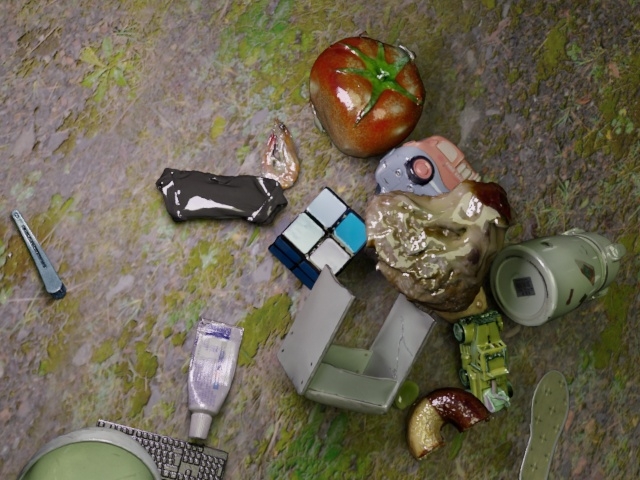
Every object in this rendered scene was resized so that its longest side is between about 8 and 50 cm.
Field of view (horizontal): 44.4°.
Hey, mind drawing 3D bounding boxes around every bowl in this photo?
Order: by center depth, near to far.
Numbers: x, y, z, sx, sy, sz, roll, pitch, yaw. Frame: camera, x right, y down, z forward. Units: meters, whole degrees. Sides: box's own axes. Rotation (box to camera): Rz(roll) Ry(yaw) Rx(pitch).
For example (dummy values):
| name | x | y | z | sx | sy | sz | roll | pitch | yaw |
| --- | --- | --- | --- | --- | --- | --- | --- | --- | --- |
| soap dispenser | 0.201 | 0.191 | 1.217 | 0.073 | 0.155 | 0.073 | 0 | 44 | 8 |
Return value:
| name | x | y | z | sx | sy | sz | roll | pitch | yaw |
| --- | --- | --- | --- | --- | --- | --- | --- | --- | --- |
| bowl | -0.482 | 0.529 | 1.660 | 0.307 | 0.163 | 0.307 | -1 | 102 | -7 |

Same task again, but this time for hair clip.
| name | x | y | z | sx | sy | sz | roll | pitch | yaw |
| --- | --- | --- | --- | --- | --- | --- | --- | --- | --- |
| hair clip | -0.657 | 0.030 | 1.812 | 0.039 | 0.070 | 0.229 | -31 | 79 | -14 |

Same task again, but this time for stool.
| name | x | y | z | sx | sy | sz | roll | pitch | yaw |
| --- | --- | --- | --- | --- | --- | --- | --- | --- | --- |
| stool | 0.078 | 0.231 | 1.792 | 0.243 | 0.170 | 0.270 | 20 | 104 | -30 |

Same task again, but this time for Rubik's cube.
| name | x | y | z | sx | sy | sz | roll | pitch | yaw |
| --- | --- | --- | --- | --- | --- | --- | --- | --- | --- |
| Rubik's cube | 0.001 | 0.000 | 1.902 | 0.167 | 0.183 | 0.180 | 44 | 71 | -3 |

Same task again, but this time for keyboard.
| name | x | y | z | sx | sy | sz | roll | pitch | yaw |
| --- | --- | --- | --- | --- | --- | --- | --- | --- | --- |
| keyboard | -0.367 | 0.488 | 1.785 | 0.309 | 0.018 | 0.101 | 18 | 65 | -11 |

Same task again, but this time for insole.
| name | x | y | z | sx | sy | sz | roll | pitch | yaw |
| --- | --- | --- | --- | --- | --- | --- | --- | --- | --- |
| insole | 0.579 | 0.490 | 2.028 | 0.109 | 0.007 | 0.322 | 22 | 74 | -8 |

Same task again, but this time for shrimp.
| name | x | y | z | sx | sy | sz | roll | pitch | yaw |
| --- | --- | --- | --- | --- | --- | --- | --- | --- | --- |
| shrimp | -0.106 | -0.222 | 1.997 | 0.101 | 0.042 | 0.190 | -4 | 80 | -6 |

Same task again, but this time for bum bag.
| name | x | y | z | sx | sy | sz | roll | pitch | yaw |
| --- | --- | --- | --- | --- | --- | --- | --- | --- | --- |
| bum bag | -0.241 | -0.100 | 1.923 | 0.326 | 0.080 | 0.142 | 5 | 70 | -9 |

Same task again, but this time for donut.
| name | x | y | z | sx | sy | sz | roll | pitch | yaw |
| --- | --- | --- | --- | --- | --- | --- | --- | --- | --- |
| donut | 0.289 | 0.434 | 1.897 | 0.217 | 0.085 | 0.141 | -36 | 72 | 3 |

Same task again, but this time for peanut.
| name | x | y | z | sx | sy | sz | roll | pitch | yaw |
| --- | --- | --- | --- | --- | --- | --- | --- | --- | --- |
| peanut | 0.348 | 0.140 | 1.991 | 0.159 | 0.109 | 0.141 | 24 | 88 | -6 |

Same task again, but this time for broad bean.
| name | x | y | z | sx | sy | sz | roll | pitch | yaw |
| --- | --- | --- | --- | --- | --- | --- | --- | --- | --- |
| broad bean | 0.210 | 0.381 | 1.945 | 0.063 | 0.045 | 0.083 | 48 | 65 | -3 |

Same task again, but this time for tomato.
| name | x | y | z | sx | sy | sz | roll | pitch | yaw |
| --- | --- | --- | --- | --- | --- | --- | --- | --- | --- |
| tomato | 0.105 | -0.357 | 1.972 | 0.303 | 0.239 | 0.304 | 9 | 65 | -21 |

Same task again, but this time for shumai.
| name | x | y | z | sx | sy | sz | roll | pitch | yaw |
| --- | --- | --- | --- | --- | --- | --- | --- | --- | --- |
| shumai | 0.288 | -0.004 | 1.782 | 0.346 | 0.283 | 0.217 | 53 | 34 | -8 |

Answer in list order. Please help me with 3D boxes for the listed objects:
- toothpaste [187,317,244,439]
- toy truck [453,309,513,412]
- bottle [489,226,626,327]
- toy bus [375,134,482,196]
| name | x | y | z | sx | sy | sz | roll | pitch | yaw |
| --- | --- | --- | --- | --- | --- | --- | --- | --- | --- |
| toothpaste | -0.261 | 0.325 | 1.841 | 0.099 | 0.068 | 0.283 | 29 | 60 | -37 |
| toy truck | 0.420 | 0.308 | 1.933 | 0.128 | 0.135 | 0.260 | -12 | 100 | -14 |
| bottle | 0.615 | 0.078 | 2.011 | 0.351 | 0.229 | 0.229 | -16 | 82 | -36 |
| toy bus | 0.298 | -0.143 | 2.002 | 0.232 | 0.194 | 0.288 | -41 | 92 | -28 |
